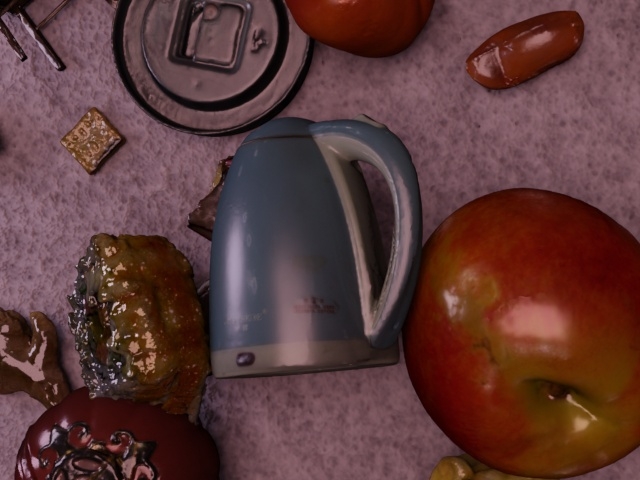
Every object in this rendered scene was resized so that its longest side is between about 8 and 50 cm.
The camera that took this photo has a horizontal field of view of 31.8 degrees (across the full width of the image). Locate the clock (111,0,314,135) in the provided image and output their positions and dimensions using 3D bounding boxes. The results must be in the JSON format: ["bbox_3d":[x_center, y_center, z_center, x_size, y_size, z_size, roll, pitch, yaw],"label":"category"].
[{"bbox_3d":[-0.163,-0.316,1.740,0.319,0.066,0.318,-1,86,11],"label":"clock"}]

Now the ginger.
[{"bbox_3d":[-0.512,0.166,1.768,0.333,0.080,0.166,26,103,14],"label":"ginger"}]

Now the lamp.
[{"bbox_3d":[-0.291,0.352,1.624,0.303,0.257,0.303,-1,84,12],"label":"lamp"}]

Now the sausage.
[{"bbox_3d":[0.301,-0.277,1.644,0.179,0.089,0.089,-21,83,12],"label":"sausage"}]

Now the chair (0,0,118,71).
[{"bbox_3d":[-0.485,-0.436,1.767,0.186,0.160,0.319,-42,81,11],"label":"chair"}]

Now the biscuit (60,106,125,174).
[{"bbox_3d":[-0.363,-0.158,1.791,0.081,0.018,0.083,45,94,11],"label":"biscuit"}]

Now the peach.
[{"bbox_3d":[0.281,0.110,1.484,0.388,0.388,0.388,-1,86,11],"label":"peach"}]

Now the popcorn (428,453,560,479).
[{"bbox_3d":[0.226,0.424,1.548,0.252,0.215,0.286,20,85,-11],"label":"popcorn"}]

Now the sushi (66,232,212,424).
[{"bbox_3d":[-0.244,0.120,1.520,0.184,0.139,0.274,-37,65,49],"label":"sushi"}]

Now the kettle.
[{"bbox_3d":[0.000,0.000,1.467,0.319,0.247,0.342,-9,80,35],"label":"kettle"}]

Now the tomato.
[{"bbox_3d":[0.046,-0.387,1.629,0.180,0.260,0.259,-22,81,38],"label":"tomato"}]

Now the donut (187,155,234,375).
[{"bbox_3d":[-0.157,0.062,1.681,0.345,0.136,0.259,-45,82,6],"label":"donut"}]
